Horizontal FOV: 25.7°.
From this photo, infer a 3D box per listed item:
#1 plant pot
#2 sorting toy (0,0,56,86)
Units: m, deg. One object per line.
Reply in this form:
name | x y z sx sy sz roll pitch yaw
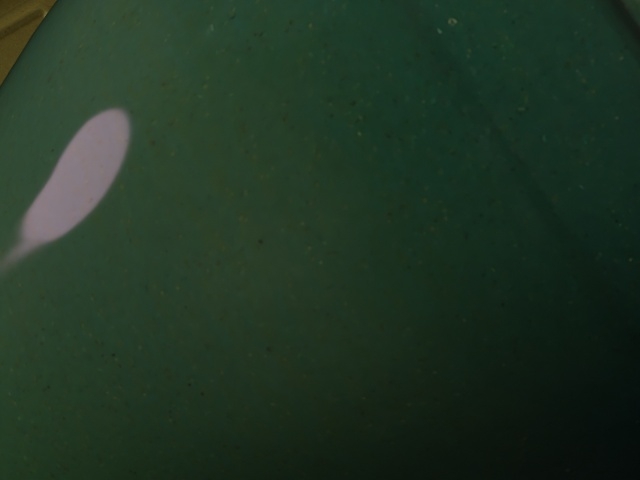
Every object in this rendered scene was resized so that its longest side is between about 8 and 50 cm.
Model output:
plant pot | 0.000 0.000 0.469 0.255 0.271 0.271 -34 33 12
sorting toy | -0.130 -0.030 0.645 0.208 0.038 0.193 41 49 7
